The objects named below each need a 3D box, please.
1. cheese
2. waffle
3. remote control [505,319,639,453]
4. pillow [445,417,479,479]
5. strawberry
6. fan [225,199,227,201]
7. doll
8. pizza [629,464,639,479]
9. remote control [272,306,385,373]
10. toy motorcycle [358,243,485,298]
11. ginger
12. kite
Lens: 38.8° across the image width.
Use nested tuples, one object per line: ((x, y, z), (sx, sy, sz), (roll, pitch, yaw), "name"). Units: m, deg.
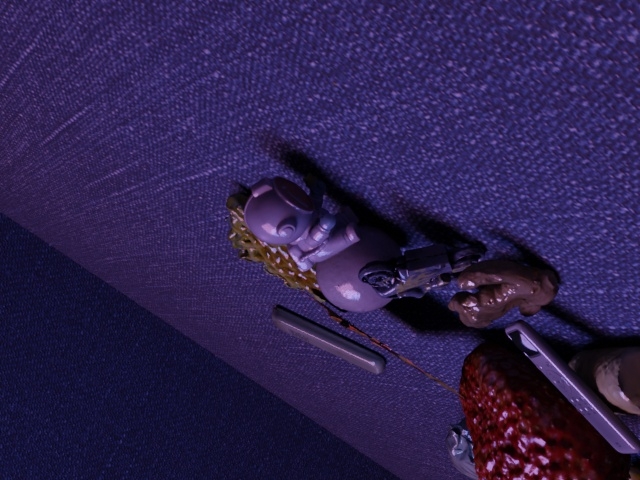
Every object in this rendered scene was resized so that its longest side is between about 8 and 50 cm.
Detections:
((0.458, 0.214, 1.380), (0.123, 0.094, 0.167), (25, 166, -8), "cheese")
((-0.045, 0.028, 1.693), (0.297, 0.073, 0.317), (29, 164, 12), "waffle")
((0.376, 0.222, 1.368), (0.261, 0.029, 0.067), (47, 165, 5), "remote control")
((0.434, 0.507, 2.115), (0.283, 0.138, 0.310), (14, 159, 18), "pillow")
((0.370, 0.321, 1.560), (0.351, 0.267, 0.312), (58, 166, 25), "strawberry")
((-0.072, 0.018, 1.799), (0.329, 0.009, 0.190), (41, 159, -31), "fan")
((0.000, 0.000, 1.412), (0.287, 0.151, 0.151), (35, 161, -25), "doll")
((0.689, 0.515, 1.865), (0.246, 0.058, 0.127), (36, 160, -21), "pizza")
((0.016, 0.244, 2.211), (0.309, 0.038, 0.090), (23, 159, 18), "remote control")
((0.148, 0.050, 1.350), (0.193, 0.061, 0.124), (-10, 156, -6), "toy motorcycle")
((0.268, 0.091, 1.350), (0.149, 0.065, 0.259), (3, 159, 4), "ginger")
((0.116, 0.196, 1.689), (0.377, 0.013, 0.327), (31, 177, 30), "kite")
